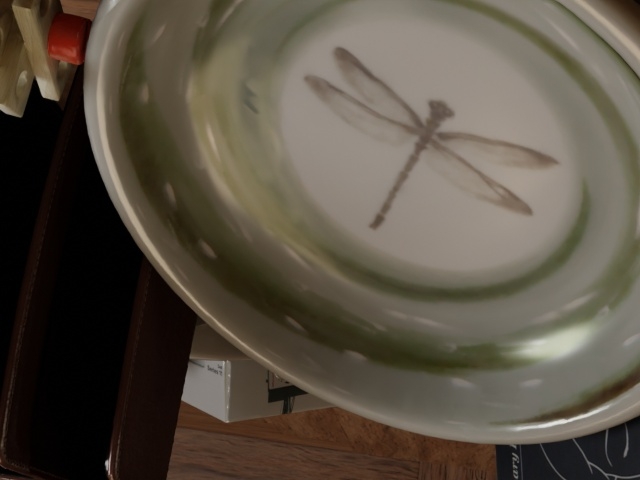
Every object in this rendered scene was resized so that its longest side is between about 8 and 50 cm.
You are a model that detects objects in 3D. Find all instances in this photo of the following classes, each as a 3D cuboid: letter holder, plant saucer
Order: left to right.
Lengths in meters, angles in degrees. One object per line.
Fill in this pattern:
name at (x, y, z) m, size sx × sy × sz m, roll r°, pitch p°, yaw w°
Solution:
letter holder at (-0.183, 0.017, 0.836) m, size 0.152 × 0.301 × 0.214 m, roll 6°, pitch 163°, yaw 10°
plant saucer at (0.053, -0.044, 0.702) m, size 0.400 × 0.100 × 0.400 m, roll 17°, pitch 136°, yaw 17°

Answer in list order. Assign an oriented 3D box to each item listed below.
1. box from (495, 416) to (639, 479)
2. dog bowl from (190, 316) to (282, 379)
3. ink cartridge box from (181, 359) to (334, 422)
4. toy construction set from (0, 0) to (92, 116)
box at (0.296, 0.092, 0.746) m, size 0.212 × 0.293 × 0.395 m, roll 0°, pitch 172°, yaw -25°
dog bowl at (-0.174, 0.068, 1.223) m, size 0.349 × 0.102 × 0.349 m, roll 8°, pitch 180°, yaw 0°
ink cartridge box at (-0.067, 0.161, 1.475) m, size 0.208 × 0.086 × 0.153 m, roll -3°, pitch -171°, yaw -33°
toy construction set at (-0.295, -0.138, 0.646) m, size 0.328 × 0.151 × 0.215 m, roll 3°, pitch 140°, yaw -6°
